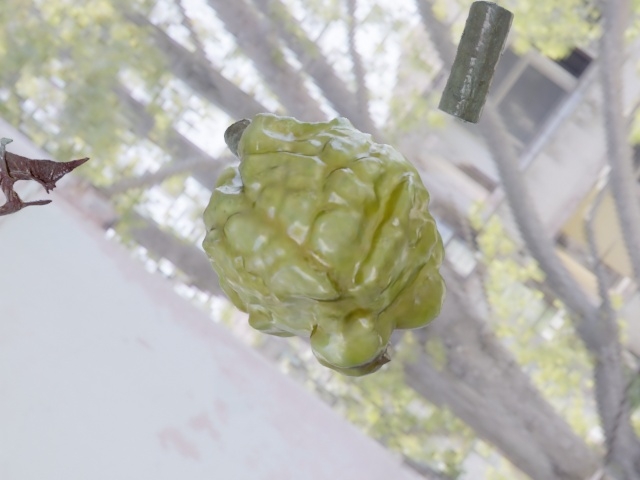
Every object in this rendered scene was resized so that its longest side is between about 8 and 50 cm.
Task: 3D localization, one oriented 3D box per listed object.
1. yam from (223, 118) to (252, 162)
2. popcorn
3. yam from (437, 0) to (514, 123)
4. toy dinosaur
[{"bbox_3d":[-0.056,-0.075,1.864,0.061,0.061,0.274,-54,37,15],"label":"yam"},{"bbox_3d":[0.000,0.000,1.341,0.256,0.255,0.195,-24,23,51],"label":"popcorn"},{"bbox_3d":[0.220,-0.250,2.068,0.068,0.068,0.169,-27,-44,-82],"label":"yam"},{"bbox_3d":[-0.389,-0.076,1.820,0.220,0.032,0.108,-19,-60,-19],"label":"toy dinosaur"}]
